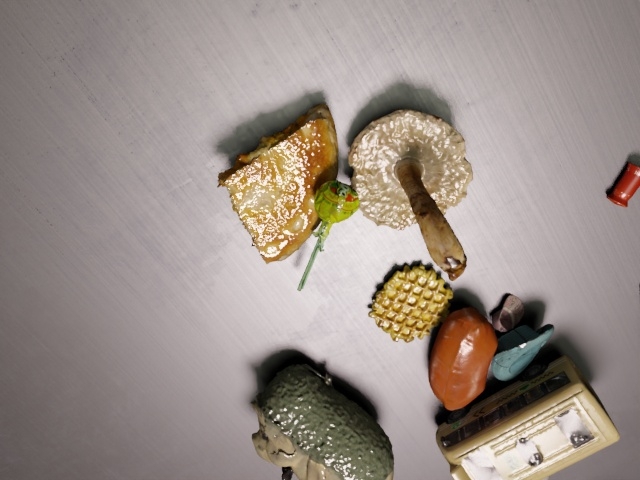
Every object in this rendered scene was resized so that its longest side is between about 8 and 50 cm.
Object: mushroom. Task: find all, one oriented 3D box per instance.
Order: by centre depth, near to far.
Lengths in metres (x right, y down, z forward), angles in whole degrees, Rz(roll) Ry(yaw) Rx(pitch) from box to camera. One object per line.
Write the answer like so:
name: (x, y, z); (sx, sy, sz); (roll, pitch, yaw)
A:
mushroom: (0.188, -0.104, 0.922); (0.208, 0.302, 0.232); (-33, 118, -13)

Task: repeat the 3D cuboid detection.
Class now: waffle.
waffle: (0.201, 0.140, 1.151); (0.191, 0.038, 0.190); (-1, 112, -2)

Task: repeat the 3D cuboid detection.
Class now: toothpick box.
toothpick box: (0.613, -0.109, 1.051); (0.047, 0.047, 0.083); (22, 112, -10)

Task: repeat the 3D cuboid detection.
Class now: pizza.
pizza: (-0.082, -0.109, 1.006); (0.226, 0.086, 0.335); (12, 113, -20)

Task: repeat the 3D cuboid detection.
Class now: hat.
hat: (0.433, 0.232, 1.164); (0.138, 0.078, 0.190); (-22, 144, -26)
hat: (0.412, 0.164, 1.170); (0.058, 0.042, 0.086); (30, 75, -18)

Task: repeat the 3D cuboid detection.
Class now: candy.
candy: (0.000, -0.002, 1.016); (0.077, 0.073, 0.262); (37, 126, 20)

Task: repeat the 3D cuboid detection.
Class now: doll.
doll: (-0.003, 0.445, 1.172); (0.247, 0.247, 0.349); (-39, 96, 14)

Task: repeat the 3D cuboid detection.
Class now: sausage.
sausage: (0.304, 0.261, 1.150); (0.134, 0.133, 0.258); (4, 121, -3)

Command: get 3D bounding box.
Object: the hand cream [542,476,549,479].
hand cream: (0.523, 0.550, 1.311); (0.140, 0.089, 0.313); (-5, 104, 6)

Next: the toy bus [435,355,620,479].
toy bus: (0.441, 0.425, 1.166); (0.366, 0.202, 0.176); (-36, 89, 15)
